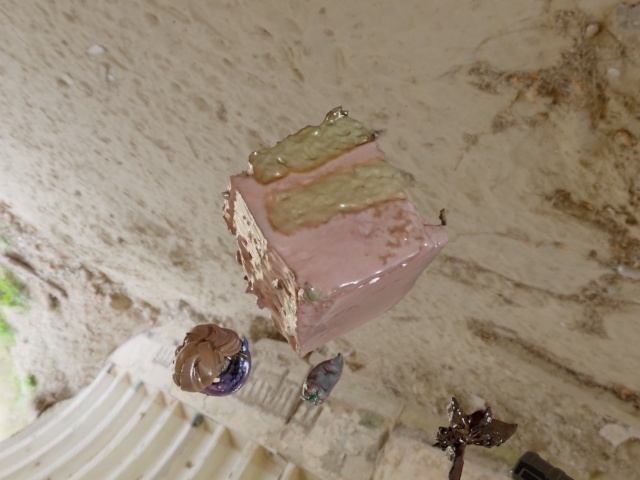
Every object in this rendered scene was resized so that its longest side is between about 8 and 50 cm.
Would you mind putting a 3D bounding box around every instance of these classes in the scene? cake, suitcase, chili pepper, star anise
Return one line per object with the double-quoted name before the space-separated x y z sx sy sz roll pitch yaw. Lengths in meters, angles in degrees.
"cake" 0.000 0.000 1.027 0.307 0.293 0.314 55 159 19
"suitcase" 0.463 0.508 1.012 0.206 0.066 0.285 25 153 55
"chili pepper" 0.003 0.242 0.996 0.041 0.153 0.050 -10 104 23
"star anise" 0.238 0.346 0.930 0.158 0.144 0.140 36 117 -29

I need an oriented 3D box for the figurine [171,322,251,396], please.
"figurine" -0.181 0.183 0.894 0.126 0.114 0.157 -17 159 12
